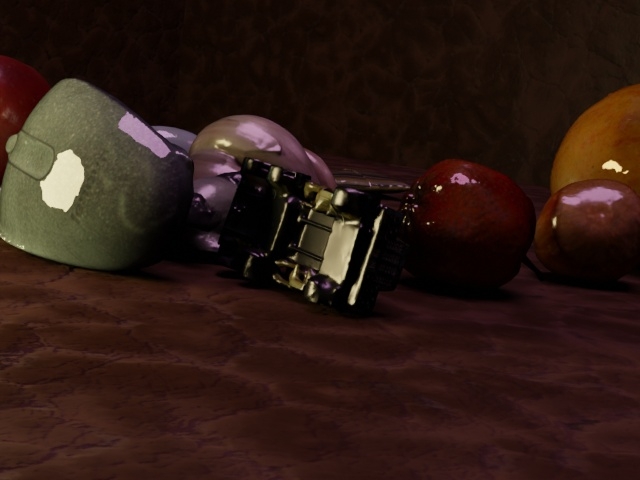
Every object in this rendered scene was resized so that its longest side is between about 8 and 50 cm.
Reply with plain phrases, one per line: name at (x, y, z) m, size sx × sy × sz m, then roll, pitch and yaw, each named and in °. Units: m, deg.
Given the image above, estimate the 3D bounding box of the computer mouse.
computer mouse at (-0.281, -0.080, 1.245) m, size 0.114 × 0.203 × 0.374 m, roll 20°, pitch 1°, yaw -43°

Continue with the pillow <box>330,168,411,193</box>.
pillow at (0.070, -0.132, 2.474) m, size 0.208 × 0.052 × 0.212 m, roll 0°, pitch 8°, yaw -21°

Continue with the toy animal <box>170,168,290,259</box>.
toy animal at (-0.109, -0.038, 1.354) m, size 0.121 × 0.094 × 0.225 m, roll 12°, pitch 29°, yaw 34°

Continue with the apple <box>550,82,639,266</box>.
apple at (0.509, -0.092, 1.700) m, size 0.299 × 0.299 × 0.275 m, roll 1°, pitch -19°, yaw -36°

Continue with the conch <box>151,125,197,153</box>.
conch at (-0.247, -0.108, 1.756) m, size 0.185 × 0.121 × 0.221 m, roll -12°, pitch -10°, yaw 40°

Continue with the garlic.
garlic at (-0.101, -0.060, 1.577) m, size 0.292 × 0.210 × 0.237 m, roll 7°, pitch -28°, yaw 37°

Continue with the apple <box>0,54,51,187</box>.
apple at (-0.478, -0.145, 1.485) m, size 0.260 × 0.217 × 0.260 m, roll 5°, pitch 7°, yaw -1°

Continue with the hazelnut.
hazelnut at (0.359, -0.010, 1.479) m, size 0.150 × 0.150 × 0.150 m, roll 6°, pitch 7°, yaw -1°

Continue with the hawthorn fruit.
hawthorn fruit at (0.185, -0.006, 1.301) m, size 0.194 × 0.157 × 0.157 m, roll 28°, pitch 6°, yaw -4°

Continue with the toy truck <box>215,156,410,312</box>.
toy truck at (-0.002, -0.001, 1.169) m, size 0.127 × 0.127 × 0.257 m, roll 19°, pitch 0°, yaw -33°
